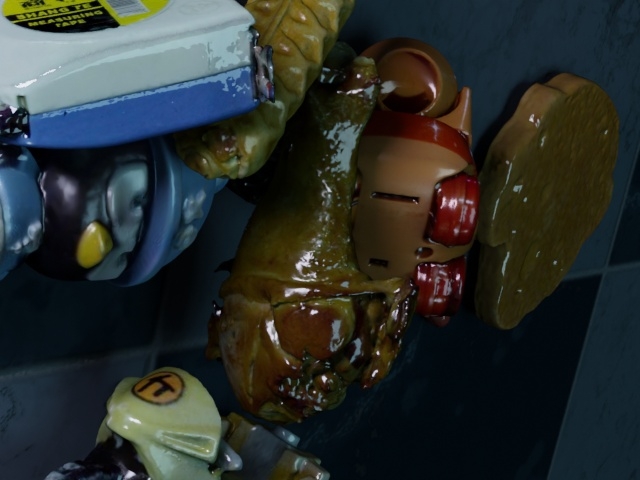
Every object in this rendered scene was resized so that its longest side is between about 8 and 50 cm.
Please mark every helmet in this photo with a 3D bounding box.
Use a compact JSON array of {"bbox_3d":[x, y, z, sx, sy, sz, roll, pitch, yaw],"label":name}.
[{"bbox_3d":[-0.070,-0.097,1.420,0.098,0.070,0.123,-41,134,-20],"label":"helmet"}]

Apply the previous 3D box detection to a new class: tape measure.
[{"bbox_3d":[-0.230,-0.125,1.105,0.351,0.215,0.098,-13,122,-21],"label":"tape measure"}]

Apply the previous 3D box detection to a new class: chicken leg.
[{"bbox_3d":[0.004,0.012,1.346,0.140,0.211,0.361,-19,130,-60],"label":"chicken leg"}]

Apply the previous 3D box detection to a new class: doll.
[{"bbox_3d":[-0.198,-0.032,1.223,0.314,0.141,0.177,-17,137,-43],"label":"doll"}]

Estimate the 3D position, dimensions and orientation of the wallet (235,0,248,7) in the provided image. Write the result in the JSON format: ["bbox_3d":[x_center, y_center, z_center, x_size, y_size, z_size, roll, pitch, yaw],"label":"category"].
[{"bbox_3d":[-0.014,-0.304,1.411,0.250,0.044,0.149,-58,141,-14],"label":"wallet"}]

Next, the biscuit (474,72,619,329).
[{"bbox_3d":[0.290,-0.061,1.947,0.351,0.057,0.312,-55,144,-20],"label":"biscuit"}]

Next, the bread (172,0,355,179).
[{"bbox_3d":[-0.027,-0.188,1.273,0.077,0.084,0.367,-43,-164,50],"label":"bread"}]

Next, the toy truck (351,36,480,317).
[{"bbox_3d":[0.073,-0.068,1.543,0.265,0.189,0.239,100,-2,-48],"label":"toy truck"}]

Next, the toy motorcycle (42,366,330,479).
[{"bbox_3d":[-0.140,0.256,1.446,0.237,0.169,0.410,-58,151,-3],"label":"toy motorcycle"}]

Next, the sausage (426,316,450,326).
[{"bbox_3d":[0.112,0.044,1.784,0.034,0.034,0.253,-56,145,-16],"label":"sausage"}]
